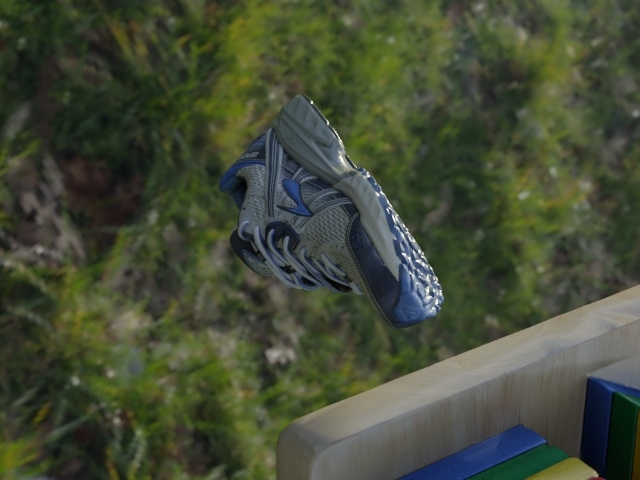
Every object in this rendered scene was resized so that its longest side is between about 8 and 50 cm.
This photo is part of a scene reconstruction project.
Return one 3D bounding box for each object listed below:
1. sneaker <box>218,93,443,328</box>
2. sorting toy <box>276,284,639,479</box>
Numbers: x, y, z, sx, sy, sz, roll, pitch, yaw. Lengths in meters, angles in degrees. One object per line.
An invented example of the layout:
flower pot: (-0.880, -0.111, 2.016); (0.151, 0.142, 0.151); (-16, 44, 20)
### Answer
sneaker: (0.000, 0.000, 0.587); (0.052, 0.058, 0.135); (55, 0, -35)
sorting toy: (0.113, 0.166, 0.680); (0.255, 0.089, 0.257); (-18, 121, -31)
